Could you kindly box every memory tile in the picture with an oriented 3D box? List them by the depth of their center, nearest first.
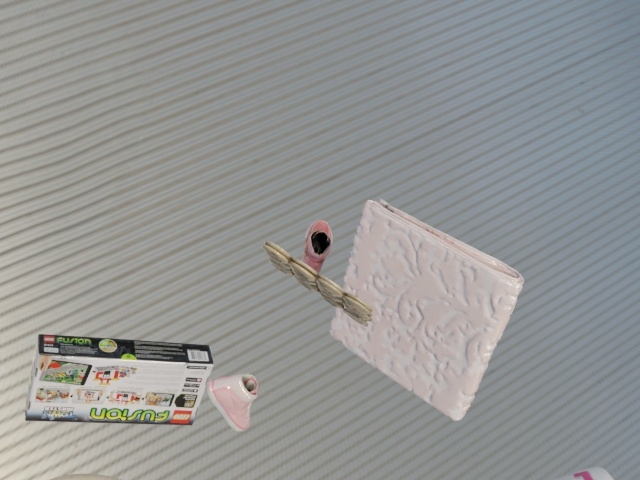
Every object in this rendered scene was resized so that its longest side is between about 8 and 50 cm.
[{"bbox_3d":[-0.003,0.052,1.065,0.148,0.113,0.012,32,81,8],"label":"memory tile"}]

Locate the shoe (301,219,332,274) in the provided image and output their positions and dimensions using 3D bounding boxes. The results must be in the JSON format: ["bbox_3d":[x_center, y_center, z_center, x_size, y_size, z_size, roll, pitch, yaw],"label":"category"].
[{"bbox_3d":[0.000,0.000,1.993,0.063,0.081,0.178,22,43,-5],"label":"shoe"}]

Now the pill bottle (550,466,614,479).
[{"bbox_3d":[0.150,0.322,0.829,0.283,0.160,0.160,-18,96,7],"label":"pill bottle"}]

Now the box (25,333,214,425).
[{"bbox_3d":[-0.244,0.172,1.103,0.206,0.036,0.114,7,126,-23],"label":"box"}]

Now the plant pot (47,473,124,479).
[{"bbox_3d":[-0.298,0.443,1.118,0.274,0.275,0.243,12,109,-24],"label":"plant pot"}]

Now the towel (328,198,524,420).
[{"bbox_3d":[0.179,0.124,1.653,0.053,0.317,0.332,-31,145,-47],"label":"towel"}]

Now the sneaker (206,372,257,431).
[{"bbox_3d":[-0.121,0.254,1.437,0.070,0.051,0.134,-21,137,8],"label":"sneaker"}]
